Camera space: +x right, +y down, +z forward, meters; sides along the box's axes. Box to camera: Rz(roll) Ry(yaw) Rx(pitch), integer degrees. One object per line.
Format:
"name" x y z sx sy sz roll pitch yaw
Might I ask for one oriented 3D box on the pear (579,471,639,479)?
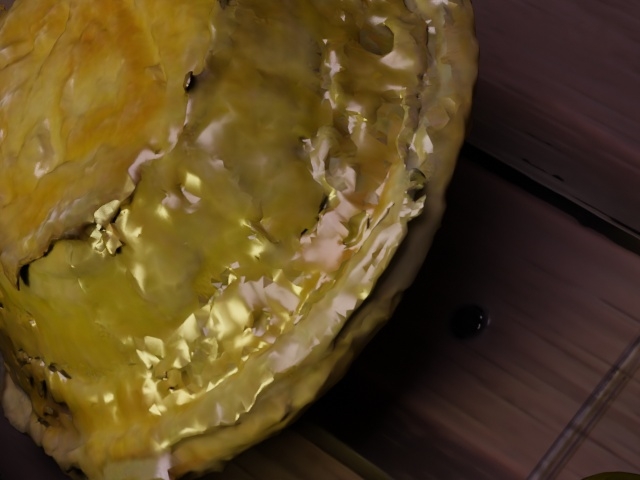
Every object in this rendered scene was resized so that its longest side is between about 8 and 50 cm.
"pear" 0.124 0.183 0.737 0.198 0.198 0.198 -10 59 16

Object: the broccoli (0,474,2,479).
"broccoli" -0.290 0.142 0.887 0.307 0.275 0.308 0 88 11

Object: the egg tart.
"egg tart" -0.077 -0.047 0.930 0.341 0.132 0.341 -26 49 34
